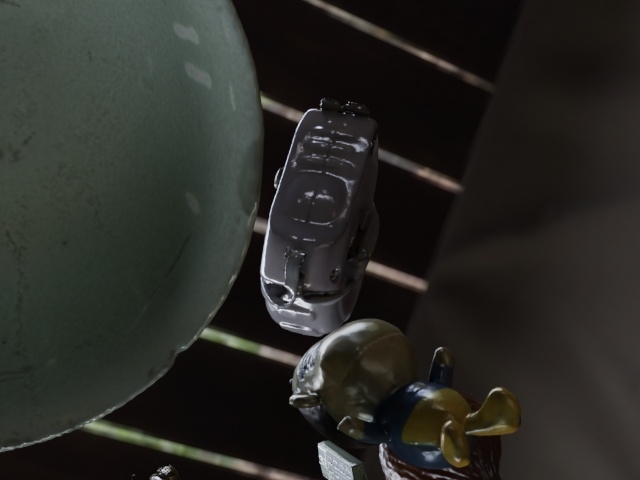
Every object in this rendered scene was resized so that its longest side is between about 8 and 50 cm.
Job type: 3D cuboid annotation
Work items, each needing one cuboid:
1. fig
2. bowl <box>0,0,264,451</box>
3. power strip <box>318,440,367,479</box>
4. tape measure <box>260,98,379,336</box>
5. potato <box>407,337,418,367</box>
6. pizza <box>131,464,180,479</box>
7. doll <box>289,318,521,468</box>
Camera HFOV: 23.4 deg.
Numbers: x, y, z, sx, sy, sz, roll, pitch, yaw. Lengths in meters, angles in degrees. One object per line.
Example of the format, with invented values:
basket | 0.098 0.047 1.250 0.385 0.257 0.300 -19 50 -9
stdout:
fig | 0.164 0.265 1.763 0.146 0.134 0.201 -38 45 -9
bowl | -0.250 -0.091 1.024 0.435 0.434 0.196 -61 9 16
power strip | 0.026 0.291 1.970 0.136 0.019 0.051 -159 57 -66
tape measure | 0.000 0.000 1.658 0.197 0.120 0.236 85 -161 -56
potato | 0.063 0.131 1.712 0.103 0.096 0.066 -55 -13 -30
pizza | -0.100 0.255 0.991 0.074 0.251 0.288 -22 64 -3
doll | 0.042 0.096 0.970 0.179 0.102 0.089 2 113 48
